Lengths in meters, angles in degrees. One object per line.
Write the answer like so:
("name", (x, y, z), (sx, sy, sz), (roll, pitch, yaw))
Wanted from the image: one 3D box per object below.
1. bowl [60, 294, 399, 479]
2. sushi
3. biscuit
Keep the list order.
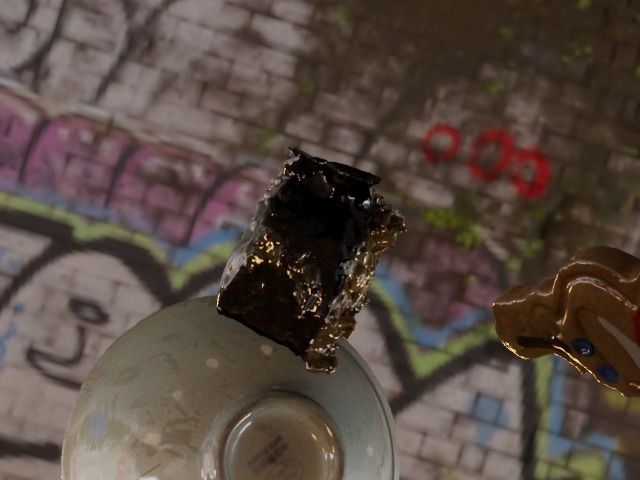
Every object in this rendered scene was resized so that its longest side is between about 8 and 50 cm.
("bowl", (-0.053, 0.191, 1.351), (0.313, 0.313, 0.146), (17, 166, -17))
("sushi", (0.000, 0.000, 1.229), (0.115, 0.147, 0.212), (23, -166, 1))
("biscuit", (0.274, 0.083, 1.455), (0.319, 0.047, 0.183), (6, 131, 50))
